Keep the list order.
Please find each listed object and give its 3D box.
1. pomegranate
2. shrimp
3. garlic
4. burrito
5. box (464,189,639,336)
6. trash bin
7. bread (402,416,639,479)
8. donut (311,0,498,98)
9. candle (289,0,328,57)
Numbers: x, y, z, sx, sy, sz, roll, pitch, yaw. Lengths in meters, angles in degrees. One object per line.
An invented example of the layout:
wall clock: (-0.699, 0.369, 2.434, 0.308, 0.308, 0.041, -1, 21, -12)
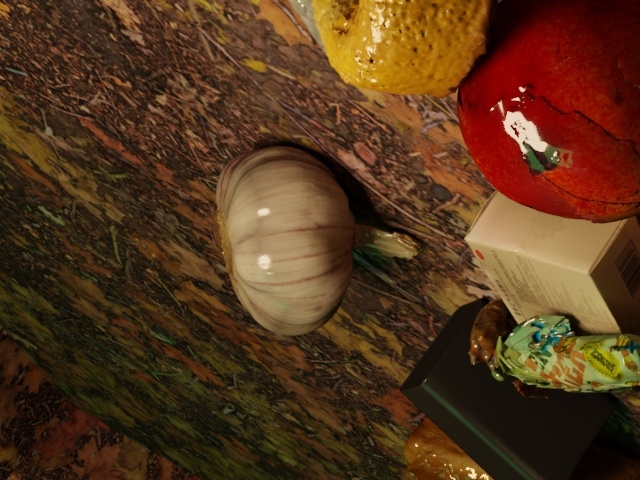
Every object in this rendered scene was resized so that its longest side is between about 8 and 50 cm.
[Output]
pomegranate: (0.222, -0.111, 1.211, 0.235, 0.210, 0.210, 28, 166, -29)
shrimp: (0.236, 0.130, 1.817, 0.132, 0.187, 0.051, 46, 119, 11)
garlic: (0.000, 0.000, 1.895, 0.253, 0.245, 0.245, -3, 161, -8)
burrito: (0.258, 0.116, 1.599, 0.104, 0.054, 0.288, 42, 160, -15)
box: (0.275, 0.045, 1.628, 0.168, 0.095, 0.212, 15, 151, 41)
trash bin: (0.237, 0.205, 1.958, 0.225, 0.165, 0.115, 40, 160, -6)
bread: (0.292, 0.339, 2.134, 0.344, 0.195, 0.149, 23, 137, 32)
donut: (0.061, -0.232, 1.184, 0.118, 0.253, 0.253, -3, 166, -14)
candle: (0.041, -0.224, 1.437, 0.192, 0.068, 0.168, 37, 162, 5)
